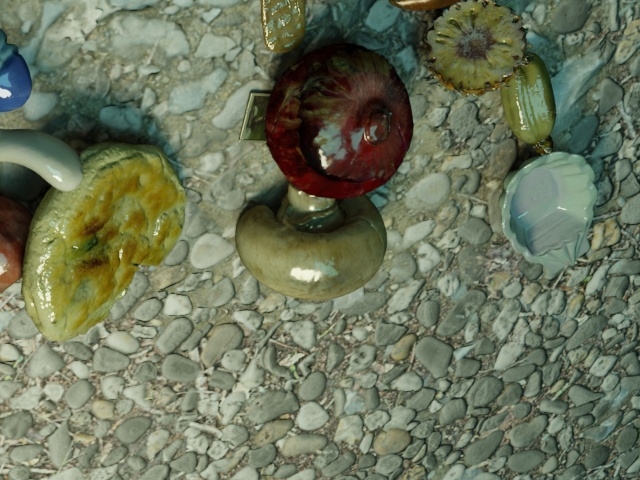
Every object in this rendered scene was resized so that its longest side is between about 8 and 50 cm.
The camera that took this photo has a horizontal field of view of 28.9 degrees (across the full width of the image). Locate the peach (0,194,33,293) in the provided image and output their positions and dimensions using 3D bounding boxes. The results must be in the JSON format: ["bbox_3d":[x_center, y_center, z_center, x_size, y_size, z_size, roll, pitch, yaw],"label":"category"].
[{"bbox_3d":[-0.495,-0.002,1.833,0.152,0.152,0.152,-14,128,-19],"label":"peach"}]

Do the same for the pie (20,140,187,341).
[{"bbox_3d":[-0.329,0.000,1.876,0.337,0.075,0.337,-42,147,-35],"label":"pie"}]

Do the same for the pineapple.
[{"bbox_3d":[0.256,-0.298,2.012,0.176,0.161,0.137,-14,167,12],"label":"pineapple"}]

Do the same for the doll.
[{"bbox_3d":[-0.520,-0.204,1.628,0.376,0.187,0.365,-13,127,-20],"label":"doll"}]

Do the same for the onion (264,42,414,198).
[{"bbox_3d":[0.036,-0.184,1.937,0.246,0.190,0.246,-9,107,-30],"label":"onion"}]

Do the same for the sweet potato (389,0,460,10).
[{"bbox_3d":[0.273,-0.454,1.925,0.359,0.112,0.112,-41,131,3],"label":"sweet potato"}]

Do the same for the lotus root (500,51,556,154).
[{"bbox_3d":[0.358,-0.233,2.134,0.090,0.077,0.183,-20,112,-1],"label":"lotus root"}]

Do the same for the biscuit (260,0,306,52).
[{"bbox_3d":[-0.056,-0.350,1.883,0.071,0.018,0.147,-15,127,-17],"label":"biscuit"}]

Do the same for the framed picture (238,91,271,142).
[{"bbox_3d":[-0.092,-0.195,1.982,0.066,0.006,0.089,0,122,-28],"label":"framed picture"}]

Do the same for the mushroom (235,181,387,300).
[{"bbox_3d":[0.000,0.000,2.050,0.254,0.189,0.195,-12,130,-24],"label":"mushroom"}]

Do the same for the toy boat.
[{"bbox_3d":[0.409,-0.063,2.281,0.199,0.100,0.290,-31,130,-5],"label":"toy boat"}]
